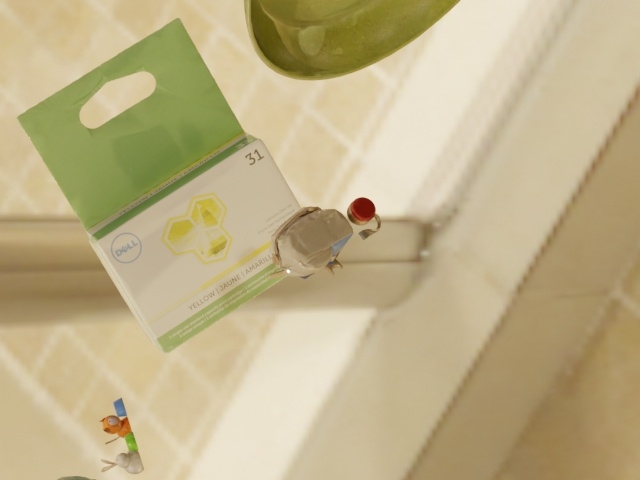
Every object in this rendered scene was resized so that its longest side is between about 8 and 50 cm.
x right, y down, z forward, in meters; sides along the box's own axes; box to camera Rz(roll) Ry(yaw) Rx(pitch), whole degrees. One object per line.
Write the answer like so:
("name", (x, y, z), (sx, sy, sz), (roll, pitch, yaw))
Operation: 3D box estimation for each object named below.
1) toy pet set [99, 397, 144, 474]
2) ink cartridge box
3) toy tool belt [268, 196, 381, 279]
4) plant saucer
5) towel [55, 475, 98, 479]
("toy pet set", (-0.161, 0.206, 1.549), (0.114, 0.065, 0.122), (85, 166, -59))
("ink cartridge box", (-0.126, -0.046, 1.708), (0.235, 0.171, 0.056), (61, 170, -20))
("toy tool belt", (0.000, 0.000, 1.465), (0.052, 0.083, 0.051), (53, 152, 9))
("plant saucer", (0.041, -0.201, 1.194), (0.037, 0.241, 0.241), (47, 118, 26))
("towel", (-0.090, 0.225, 0.696), (0.271, 0.370, 0.040), (44, 113, 11))
